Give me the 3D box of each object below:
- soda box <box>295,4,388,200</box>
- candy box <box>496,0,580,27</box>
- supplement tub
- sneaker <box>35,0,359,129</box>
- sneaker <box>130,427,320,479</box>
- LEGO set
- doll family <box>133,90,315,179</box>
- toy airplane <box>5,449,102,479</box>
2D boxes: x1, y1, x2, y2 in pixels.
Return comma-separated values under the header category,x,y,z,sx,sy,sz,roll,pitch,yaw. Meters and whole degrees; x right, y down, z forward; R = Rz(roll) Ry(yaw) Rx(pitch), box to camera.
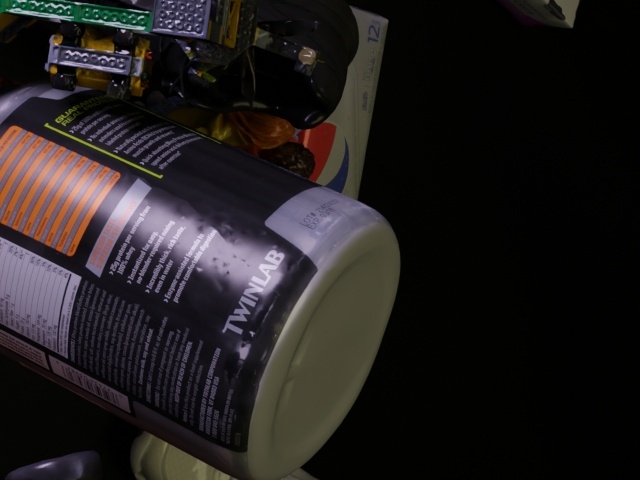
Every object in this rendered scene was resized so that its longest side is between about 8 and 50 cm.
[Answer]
category,x,y,z,sx,sy,sz,roll,pitch,yaw
soda box,-0.024,-0.071,1.353,0.091,0.098,0.286,8,93,-50
candy box,0.240,-0.365,1.616,0.159,0.071,0.233,30,75,-49
supplement tub,-0.124,0.012,1.002,0.193,0.316,0.193,-49,153,-35
sneaker,-0.107,-0.162,1.119,0.130,0.286,0.109,-87,-167,-51
sneaker,-0.057,0.226,1.373,0.292,0.118,0.110,41,69,-45
LEGO set,-0.124,-0.256,1.017,0.192,0.255,0.331,-19,110,-81
doll family,-0.114,-0.061,1.196,0.263,0.163,0.118,-40,126,-37
toy airplane,-0.297,0.252,0.988,0.386,0.384,0.272,-60,177,-10
